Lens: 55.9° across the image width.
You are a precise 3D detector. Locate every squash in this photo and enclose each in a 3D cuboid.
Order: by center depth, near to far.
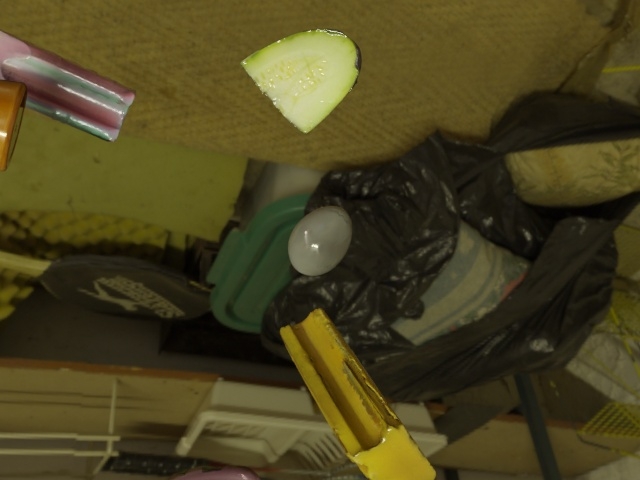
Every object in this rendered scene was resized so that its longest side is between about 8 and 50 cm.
[{"bbox_3d":[-0.030,-0.419,1.465,0.237,0.204,0.155,49,148,-5],"label":"squash"}]

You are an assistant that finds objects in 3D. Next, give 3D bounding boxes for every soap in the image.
[{"bbox_3d":[0.058,0.278,1.048,0.096,0.324,0.204,-35,129,-3],"label":"soap"},{"bbox_3d":[-0.510,-0.293,1.091,0.324,0.193,0.109,21,97,-22],"label":"soap"}]

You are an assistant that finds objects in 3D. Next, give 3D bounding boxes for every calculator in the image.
[{"bbox_3d":[-0.193,0.510,1.098,0.294,0.194,0.043,-21,167,35],"label":"calculator"}]

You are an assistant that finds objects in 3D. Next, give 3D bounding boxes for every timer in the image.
[{"bbox_3d":[-0.507,-0.179,0.844,0.152,0.132,0.132,14,139,-24],"label":"timer"}]

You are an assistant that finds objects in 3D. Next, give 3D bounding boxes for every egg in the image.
[{"bbox_3d":[0.000,0.000,1.536,0.146,0.146,0.199,23,115,-35],"label":"egg"}]
